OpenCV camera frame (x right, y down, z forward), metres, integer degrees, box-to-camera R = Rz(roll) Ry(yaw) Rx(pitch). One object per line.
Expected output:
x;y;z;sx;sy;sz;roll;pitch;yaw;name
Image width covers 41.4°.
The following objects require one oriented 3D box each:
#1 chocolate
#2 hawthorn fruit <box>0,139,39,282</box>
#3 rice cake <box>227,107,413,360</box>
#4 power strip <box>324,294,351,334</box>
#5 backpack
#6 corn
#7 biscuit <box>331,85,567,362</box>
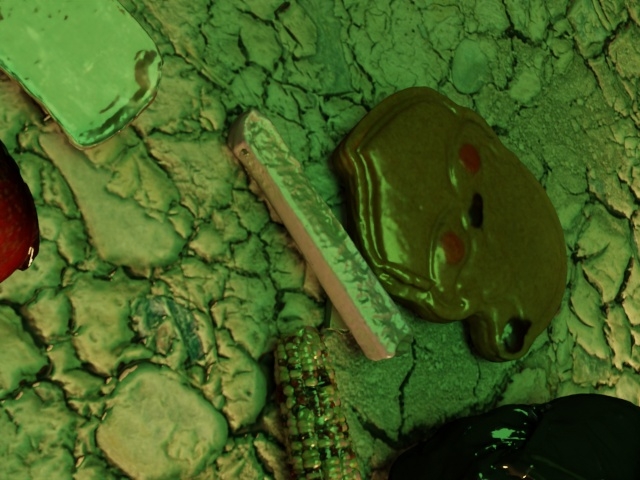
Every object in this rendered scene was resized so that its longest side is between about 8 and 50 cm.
-0.309;-0.235;0.999;0.157;0.080;0.254;-46;104;-14;chocolate
-0.411;-0.021;0.830;0.249;0.215;0.215;-39;101;-24;hawthorn fruit
-0.001;0.000;1.130;0.064;0.070;0.399;-35;94;-23;rice cake
0.034;0.064;1.184;0.050;0.019;0.136;11;74;-27;power strip
0.325;0.379;1.171;0.445;0.254;0.364;-17;96;-36;backpack
-0.007;0.253;1.086;0.092;0.092;0.281;-8;80;-32;corn
0.209;-0.036;1.277;0.455;0.078;0.350;31;58;-24;biscuit
